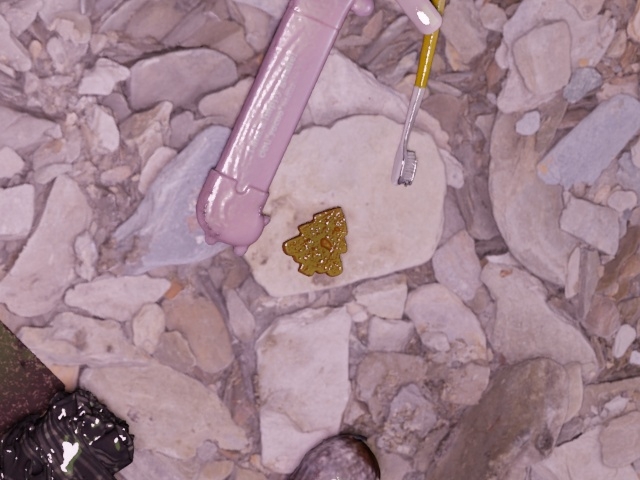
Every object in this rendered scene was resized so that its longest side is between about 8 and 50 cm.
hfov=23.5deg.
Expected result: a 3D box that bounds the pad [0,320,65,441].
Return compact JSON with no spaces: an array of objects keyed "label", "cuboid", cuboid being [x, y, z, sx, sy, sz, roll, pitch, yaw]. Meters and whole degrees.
[{"label":"pad","cuboid":[-0.473,0.131,1.725,0.220,0.004,0.330,-43,111,-5]}]

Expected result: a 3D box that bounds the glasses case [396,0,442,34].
[{"label":"glasses case","cuboid":[0.110,-0.279,1.806,0.032,0.021,0.083,-40,93,8]}]

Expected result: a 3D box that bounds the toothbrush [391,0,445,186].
[{"label":"toothbrush","cuboid":[0.126,-0.205,1.837,0.024,0.021,0.288,7,100,-30]}]

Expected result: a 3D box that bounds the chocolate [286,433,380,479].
[{"label":"chocolate","cuboid":[-0.024,0.337,1.863,0.248,0.110,0.110,-39,110,-6]}]

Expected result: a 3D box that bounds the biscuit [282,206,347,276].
[{"label":"biscuit","cuboid":[0.000,0.000,1.843,0.082,0.016,0.092,24,93,-16]}]

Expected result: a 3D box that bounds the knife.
[{"label":"knife","cuboid":[-0.048,-0.175,1.779,0.132,0.038,0.398,22,96,-19]}]

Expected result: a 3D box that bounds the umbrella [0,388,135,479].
[{"label":"umbrella","cuboid":[-0.352,0.317,1.742,0.336,0.128,0.154,-42,116,-2]}]
